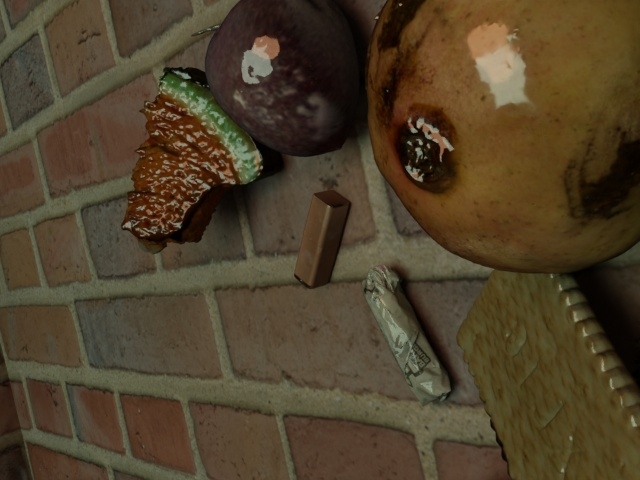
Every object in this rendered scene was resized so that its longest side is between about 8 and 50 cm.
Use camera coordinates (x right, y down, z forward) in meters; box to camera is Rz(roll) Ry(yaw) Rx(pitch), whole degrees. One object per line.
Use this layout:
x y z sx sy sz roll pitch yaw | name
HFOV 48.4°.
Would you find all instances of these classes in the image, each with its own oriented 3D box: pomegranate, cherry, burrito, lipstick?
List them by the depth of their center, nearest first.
0.187 -0.126 0.638 0.322 0.322 0.321 16 113 45 | pomegranate
-0.050 -0.231 0.948 0.266 0.184 0.213 51 144 4 | cherry
0.115 0.128 0.960 0.064 0.064 0.203 -35 76 47 | burrito
0.000 0.000 1.059 0.045 0.045 0.145 39 128 37 | lipstick

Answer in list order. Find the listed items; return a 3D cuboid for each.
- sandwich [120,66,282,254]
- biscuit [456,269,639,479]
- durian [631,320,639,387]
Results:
-0.209 -0.106 1.176 0.250 0.162 0.301 41 99 18 | sandwich
0.237 0.155 0.737 0.324 0.044 0.217 -104 27 -47 | biscuit
0.390 0.082 0.629 0.169 0.158 0.351 22 124 3 | durian
